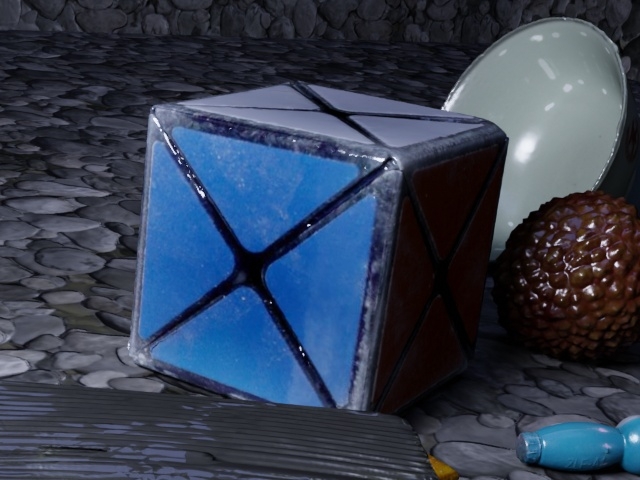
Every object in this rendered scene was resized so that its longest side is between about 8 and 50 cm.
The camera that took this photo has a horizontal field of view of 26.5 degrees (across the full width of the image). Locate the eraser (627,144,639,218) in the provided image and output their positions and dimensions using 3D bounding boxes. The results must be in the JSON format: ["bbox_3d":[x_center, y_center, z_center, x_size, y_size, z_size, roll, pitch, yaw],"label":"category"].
[{"bbox_3d":[0.403,-0.091,1.905,0.081,0.174,0.227,18,15,-5],"label":"eraser"}]

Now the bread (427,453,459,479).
[{"bbox_3d":[0.043,0.183,1.042,0.094,0.035,0.090,-8,23,-44],"label":"bread"}]

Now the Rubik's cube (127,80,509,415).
[{"bbox_3d":[0.000,0.000,1.249,0.260,0.259,0.255,18,18,25],"label":"Rubik's cube"}]

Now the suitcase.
[{"bbox_3d":[-0.092,0.182,0.768,0.335,0.152,0.229,6,18,-11],"label":"suitcase"}]

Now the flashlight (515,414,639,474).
[{"bbox_3d":[0.230,0.174,1.148,0.129,0.051,0.051,0,18,-15],"label":"flashlight"}]

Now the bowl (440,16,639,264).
[{"bbox_3d":[0.298,-0.103,1.744,0.158,0.337,0.337,25,4,-36],"label":"bowl"}]

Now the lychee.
[{"bbox_3d":[0.265,0.044,1.402,0.188,0.188,0.188,8,16,-2],"label":"lychee"}]
